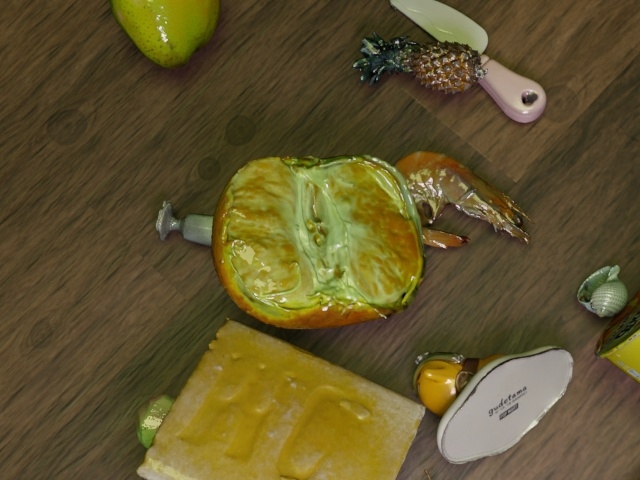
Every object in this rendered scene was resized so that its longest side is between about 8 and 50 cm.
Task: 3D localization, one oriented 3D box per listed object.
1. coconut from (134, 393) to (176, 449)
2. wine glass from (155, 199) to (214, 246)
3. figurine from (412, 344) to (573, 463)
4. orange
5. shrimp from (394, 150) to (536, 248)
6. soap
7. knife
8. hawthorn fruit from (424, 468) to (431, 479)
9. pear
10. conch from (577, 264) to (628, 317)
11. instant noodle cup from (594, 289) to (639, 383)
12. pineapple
[{"bbox_3d":[-0.238,0.271,1.521,0.082,0.081,0.083,-9,107,-9],"label":"coconut"},{"bbox_3d":[-0.178,-0.018,1.605,0.155,0.072,0.072,11,74,7],"label":"wine glass"},{"bbox_3d":[0.237,0.212,1.504,0.250,0.166,0.141,-19,32,-27],"label":"figurine"},{"bbox_3d":[-0.004,0.001,1.509,0.335,0.196,0.262,-8,86,-16],"label":"orange"},{"bbox_3d":[0.215,-0.051,1.595,0.249,0.068,0.150,21,88,15],"label":"shrimp"},{"bbox_3d":[-0.056,0.301,1.417,0.335,0.156,0.293,24,46,10],"label":"soap"},{"bbox_3d":[0.248,-0.324,1.684,0.081,0.043,0.336,-41,73,-8],"label":"knife"},{"bbox_3d":[0.157,0.439,1.415,0.163,0.162,0.203,25,60,11],"label":"hawthorn fruit"},{"bbox_3d":[-0.254,-0.393,1.676,0.187,0.187,0.219,-20,81,-2],"label":"pear"},{"bbox_3d":[0.433,0.083,1.537,0.085,0.076,0.056,-47,116,-35],"label":"conch"},{"bbox_3d":[0.548,0.137,1.420,0.200,0.264,0.264,43,81,7],"label":"instant noodle cup"},{"bbox_3d":[0.164,-0.284,1.641,0.221,0.083,0.103,12,68,20],"label":"pineapple"}]
